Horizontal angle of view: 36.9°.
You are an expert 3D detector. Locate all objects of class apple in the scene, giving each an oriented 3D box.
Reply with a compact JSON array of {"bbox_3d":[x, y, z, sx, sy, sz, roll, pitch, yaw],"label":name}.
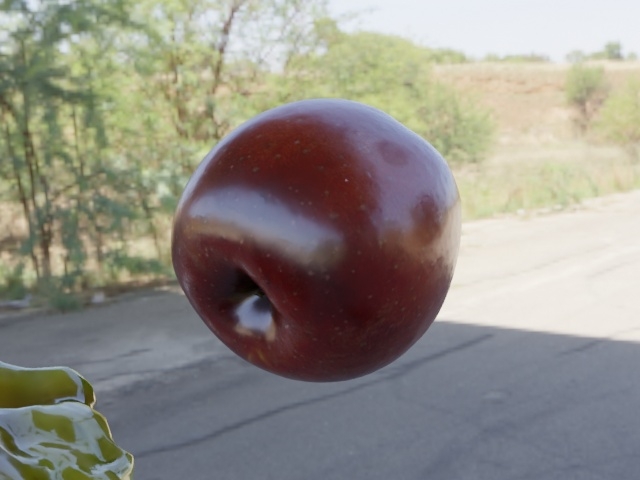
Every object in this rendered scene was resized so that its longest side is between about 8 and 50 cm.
[{"bbox_3d":[0.000,0.000,0.750,0.218,0.218,0.201,1,32,33],"label":"apple"}]

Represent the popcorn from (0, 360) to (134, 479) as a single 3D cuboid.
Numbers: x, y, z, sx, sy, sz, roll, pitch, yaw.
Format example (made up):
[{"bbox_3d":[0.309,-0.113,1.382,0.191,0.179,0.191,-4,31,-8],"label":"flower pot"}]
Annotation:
[{"bbox_3d":[-0.237,0.183,0.485,0.292,0.294,0.334,-18,3,-23],"label":"popcorn"}]
